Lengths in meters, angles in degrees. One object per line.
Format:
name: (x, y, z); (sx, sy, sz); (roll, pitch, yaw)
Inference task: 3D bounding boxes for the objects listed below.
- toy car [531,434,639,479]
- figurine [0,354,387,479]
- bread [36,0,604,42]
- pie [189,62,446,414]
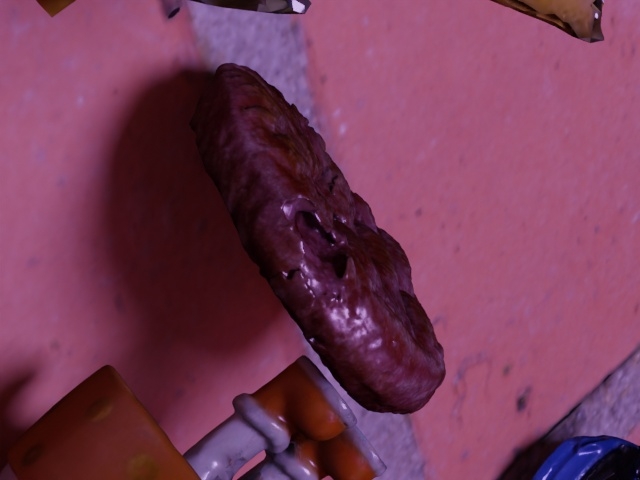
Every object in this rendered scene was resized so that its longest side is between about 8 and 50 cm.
toy car: (0.154, 0.186, 1.034); (0.103, 0.063, 0.216); (-46, 128, -23)
figurine: (-0.100, 0.140, 0.715); (0.271, 0.143, 0.143); (-27, 133, 5)
bread: (-0.091, -0.108, 0.520); (0.315, 0.248, 0.279); (-41, 131, -21)
pie: (0.000, 0.000, 0.741); (0.036, 0.154, 0.154); (-32, 137, 10)
